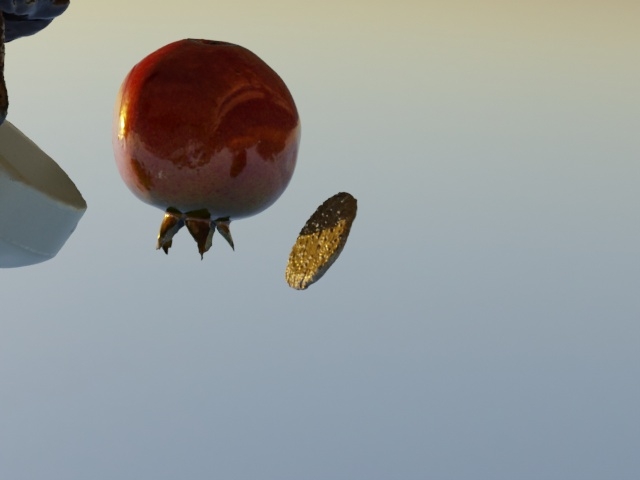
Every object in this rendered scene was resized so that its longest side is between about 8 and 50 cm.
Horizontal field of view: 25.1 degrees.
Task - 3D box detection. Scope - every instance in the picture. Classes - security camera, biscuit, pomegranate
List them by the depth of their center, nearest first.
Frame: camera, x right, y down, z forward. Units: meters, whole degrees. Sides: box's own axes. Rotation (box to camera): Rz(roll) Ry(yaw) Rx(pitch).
[{"bbox_3d":[-0.310,0.004,1.042,0.194,0.236,0.194,41,-174,-5],"label":"security camera"},{"bbox_3d":[0.000,0.000,1.495,0.015,0.120,0.120,31,-178,-21],"label":"biscuit"},{"bbox_3d":[-0.135,-0.104,1.654,0.221,0.256,0.221,12,-179,0],"label":"pomegranate"}]

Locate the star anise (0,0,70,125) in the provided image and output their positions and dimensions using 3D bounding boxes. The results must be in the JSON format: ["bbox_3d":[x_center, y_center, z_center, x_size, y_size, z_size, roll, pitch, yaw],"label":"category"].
[{"bbox_3d":[-0.227,-0.172,0.744,0.099,0.220,0.214,-25,135,27],"label":"star anise"}]
